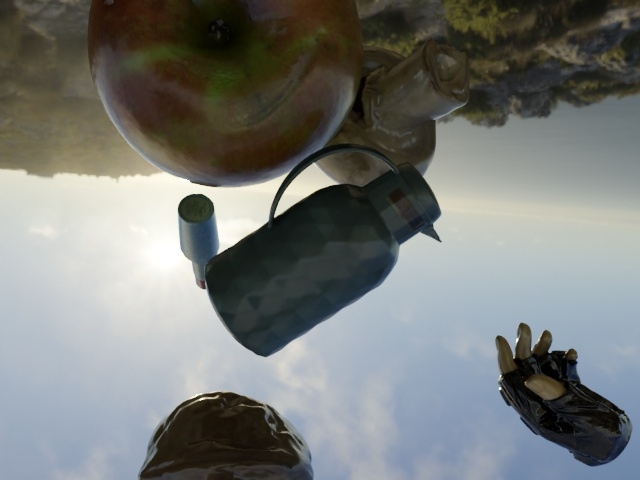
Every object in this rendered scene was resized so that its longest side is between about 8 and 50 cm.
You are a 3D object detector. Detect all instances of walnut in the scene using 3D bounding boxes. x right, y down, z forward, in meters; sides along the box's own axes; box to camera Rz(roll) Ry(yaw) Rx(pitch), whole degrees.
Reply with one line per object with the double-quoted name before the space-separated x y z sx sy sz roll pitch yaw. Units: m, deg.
"walnut" -0.137 0.360 0.789 0.273 0.273 0.227 1 173 -37

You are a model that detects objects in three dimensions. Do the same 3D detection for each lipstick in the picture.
"lipstick" -0.215 0.018 0.951 0.068 0.061 0.274 17 149 1

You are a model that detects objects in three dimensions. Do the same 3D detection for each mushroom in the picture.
"mushroom" 0.103 -0.235 0.900 0.292 0.293 0.290 3 162 -25

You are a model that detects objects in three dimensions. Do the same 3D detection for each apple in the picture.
"apple" -0.113 -0.235 0.678 0.339 0.340 0.339 5 -175 0

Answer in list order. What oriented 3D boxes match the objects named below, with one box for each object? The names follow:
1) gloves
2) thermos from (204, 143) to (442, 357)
"gloves" 0.319 0.205 0.725 0.203 0.124 0.164 37 -171 16
"thermos" 0.000 0.000 0.643 0.286 0.182 0.145 -35 -159 8
